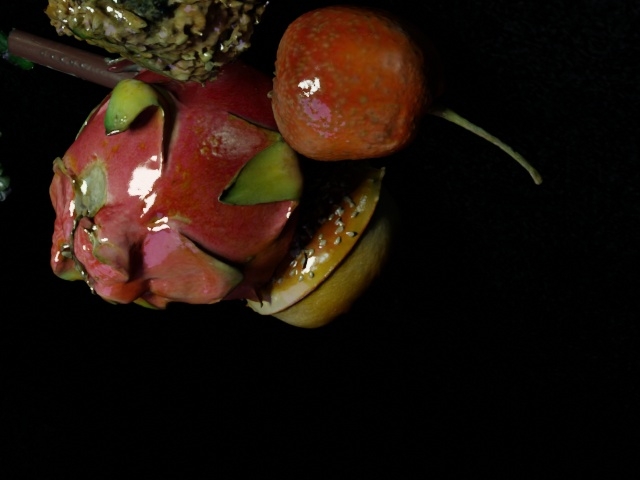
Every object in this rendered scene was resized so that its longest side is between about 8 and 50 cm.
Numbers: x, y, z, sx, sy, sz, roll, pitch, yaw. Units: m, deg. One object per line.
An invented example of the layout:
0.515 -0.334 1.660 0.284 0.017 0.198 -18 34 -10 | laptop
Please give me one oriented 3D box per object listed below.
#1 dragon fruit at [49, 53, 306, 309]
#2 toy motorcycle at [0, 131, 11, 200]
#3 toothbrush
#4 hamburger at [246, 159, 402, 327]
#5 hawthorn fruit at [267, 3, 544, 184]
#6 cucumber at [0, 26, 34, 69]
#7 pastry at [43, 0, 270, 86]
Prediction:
-0.179 -0.062 1.360 0.226 0.305 0.305 -4 177 -34 | dragon fruit
-0.626 -0.121 1.951 0.275 0.205 0.127 40 154 -14 | toy motorcycle
-0.234 -0.198 1.543 0.364 0.041 0.041 20 156 20 | toothbrush
-0.003 0.003 1.472 0.147 0.237 0.237 41 155 -11 | hamburger
0.090 -0.128 1.199 0.286 0.165 0.165 21 157 3 | hawthorn fruit
-0.444 -0.281 1.618 0.036 0.033 0.184 -30 123 35 | cucumber
-0.179 -0.250 1.174 0.275 0.192 0.275 22 158 10 | pastry
